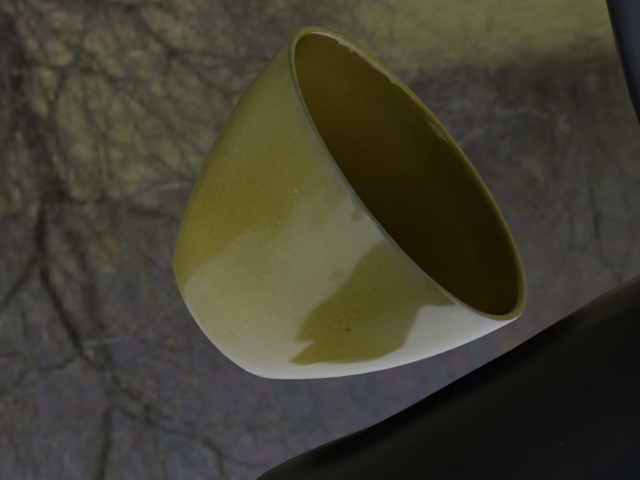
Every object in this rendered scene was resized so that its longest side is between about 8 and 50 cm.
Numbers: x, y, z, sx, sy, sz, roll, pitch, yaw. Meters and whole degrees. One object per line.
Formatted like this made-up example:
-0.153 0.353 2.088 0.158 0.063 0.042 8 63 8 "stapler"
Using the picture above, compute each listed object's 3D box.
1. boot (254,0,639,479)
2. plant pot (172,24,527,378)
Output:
0.074 -0.085 0.363 0.367 0.445 0.146 -9 -162 23 "boot"
0.000 0.000 0.577 0.095 0.134 0.134 -38 164 22 "plant pot"
